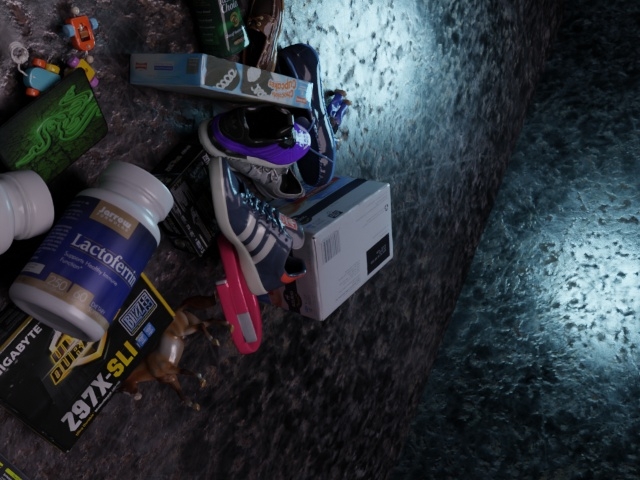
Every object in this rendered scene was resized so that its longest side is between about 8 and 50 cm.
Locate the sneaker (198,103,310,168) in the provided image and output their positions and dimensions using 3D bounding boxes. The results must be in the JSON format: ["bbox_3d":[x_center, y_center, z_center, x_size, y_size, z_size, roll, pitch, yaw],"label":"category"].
[{"bbox_3d":[-0.094,-0.220,1.249,0.293,0.146,0.102,-8,81,-50],"label":"sneaker"}]

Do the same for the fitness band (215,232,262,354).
[{"bbox_3d":[-0.183,0.114,1.350,0.209,0.054,0.291,-104,-178,-68],"label":"fitness band"}]

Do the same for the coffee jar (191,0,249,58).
[{"bbox_3d":[-0.206,-0.460,1.189,0.096,0.079,0.185,-47,137,-37],"label":"coffee jar"}]

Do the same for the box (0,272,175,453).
[{"bbox_3d":[-0.435,0.176,1.084,0.322,0.079,0.257,-55,143,-30],"label":"box"}]

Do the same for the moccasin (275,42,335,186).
[{"bbox_3d":[-0.057,-0.291,1.458,0.116,0.137,0.342,-26,109,-45],"label":"moccasin"}]

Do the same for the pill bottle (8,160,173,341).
[{"bbox_3d":[-0.352,0.013,0.965,0.265,0.153,0.153,-66,146,-26],"label":"pill bottle"}]

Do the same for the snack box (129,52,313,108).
[{"bbox_3d":[-0.181,-0.307,1.182,0.321,0.187,0.060,-6,105,-56],"label":"snack box"}]

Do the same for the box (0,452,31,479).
[{"bbox_3d":[-0.580,0.462,0.988,0.216,0.060,0.270,-52,141,-33],"label":"box"}]

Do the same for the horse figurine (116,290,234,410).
[{"bbox_3d":[-0.287,0.219,1.238,0.263,0.174,0.066,-68,161,-10],"label":"horse figurine"}]

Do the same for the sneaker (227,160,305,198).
[{"bbox_3d":[-0.125,-0.181,1.379,0.281,0.115,0.105,37,71,-55],"label":"sneaker"}]

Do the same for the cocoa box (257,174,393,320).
[{"bbox_3d":[0.000,0.000,1.533,0.347,0.227,0.232,-36,130,-45],"label":"cocoa box"}]

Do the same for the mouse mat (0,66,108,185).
[{"bbox_3d":[-0.428,-0.171,0.975,0.190,0.007,0.153,-53,160,-28],"label":"mouse mat"}]

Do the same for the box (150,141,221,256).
[{"bbox_3d":[-0.265,-0.084,1.239,0.147,0.077,0.180,-56,142,-29],"label":"box"}]

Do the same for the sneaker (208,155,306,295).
[{"bbox_3d":[-0.118,-0.038,1.236,0.131,0.148,0.350,-102,176,-45],"label":"sneaker"}]

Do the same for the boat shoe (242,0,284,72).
[{"bbox_3d":[-0.128,-0.453,1.314,0.073,0.073,0.207,-13,113,-56],"label":"boat shoe"}]

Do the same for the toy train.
[{"bbox_3d":[-0.420,-0.291,0.963,0.166,0.046,0.125,-47,136,-42],"label":"toy train"}]

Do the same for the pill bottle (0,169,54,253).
[{"bbox_3d":[-0.506,-0.031,0.847,0.229,0.131,0.131,-24,121,-51],"label":"pill bottle"}]

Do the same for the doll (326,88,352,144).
[{"bbox_3d":[0.026,-0.309,1.625,0.189,0.046,0.129,-62,144,-21],"label":"doll"}]
